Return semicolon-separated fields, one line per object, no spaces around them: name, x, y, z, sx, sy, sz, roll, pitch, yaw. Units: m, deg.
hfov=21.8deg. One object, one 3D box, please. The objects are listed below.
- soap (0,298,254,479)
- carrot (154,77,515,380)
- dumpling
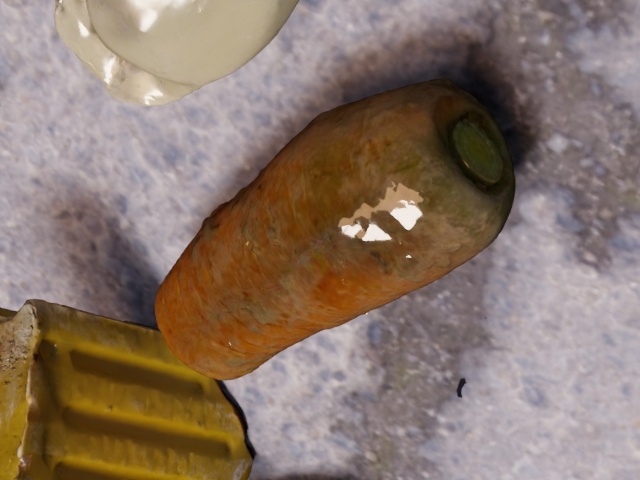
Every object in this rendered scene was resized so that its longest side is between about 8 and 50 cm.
soap;-0.154;0.145;1.267;0.080;0.257;0.160;-4;75;36
carrot;0.000;0.000;1.118;0.139;0.139;0.302;47;131;-5
dumpling;-0.090;-0.183;1.047;0.162;0.132;0.250;38;131;-2
